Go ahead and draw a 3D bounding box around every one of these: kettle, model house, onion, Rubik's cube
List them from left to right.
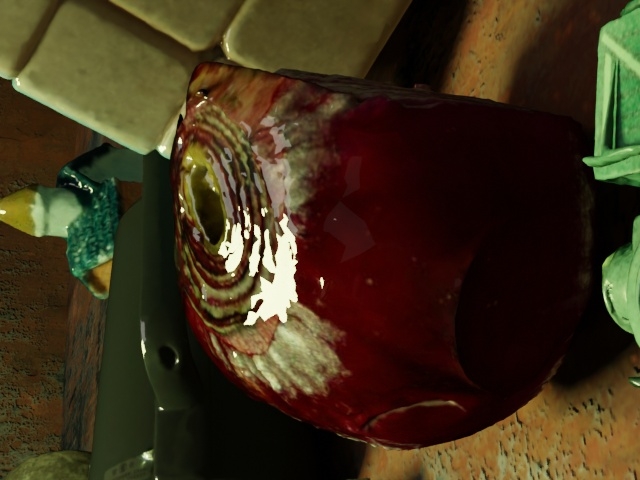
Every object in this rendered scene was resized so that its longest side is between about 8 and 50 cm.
[{"bbox_3d":[-0.238,-0.008,1.297,0.184,0.291,0.253,120,150,-42],"label":"model house"},{"bbox_3d":[-0.112,-0.261,0.821,0.319,0.316,0.322,-57,26,11],"label":"Rubik's cube"},{"bbox_3d":[-0.119,0.101,0.971,0.203,0.262,0.308,-25,51,28],"label":"kettle"},{"bbox_3d":[0.043,0.016,0.591,0.206,0.216,0.207,25,114,47],"label":"onion"}]

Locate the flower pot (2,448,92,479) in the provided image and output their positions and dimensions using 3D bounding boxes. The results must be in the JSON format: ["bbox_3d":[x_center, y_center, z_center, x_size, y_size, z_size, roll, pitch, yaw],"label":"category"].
[{"bbox_3d":[-0.351,0.472,1.501,0.330,0.293,0.294,-98,22,-49],"label":"flower pot"}]

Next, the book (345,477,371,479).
[{"bbox_3d":[0.019,0.325,0.787,0.191,0.025,0.269,126,138,-56],"label":"book"}]

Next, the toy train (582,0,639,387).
[{"bbox_3d":[0.184,-0.022,0.328,0.269,0.115,0.154,162,121,-70],"label":"toy train"}]
